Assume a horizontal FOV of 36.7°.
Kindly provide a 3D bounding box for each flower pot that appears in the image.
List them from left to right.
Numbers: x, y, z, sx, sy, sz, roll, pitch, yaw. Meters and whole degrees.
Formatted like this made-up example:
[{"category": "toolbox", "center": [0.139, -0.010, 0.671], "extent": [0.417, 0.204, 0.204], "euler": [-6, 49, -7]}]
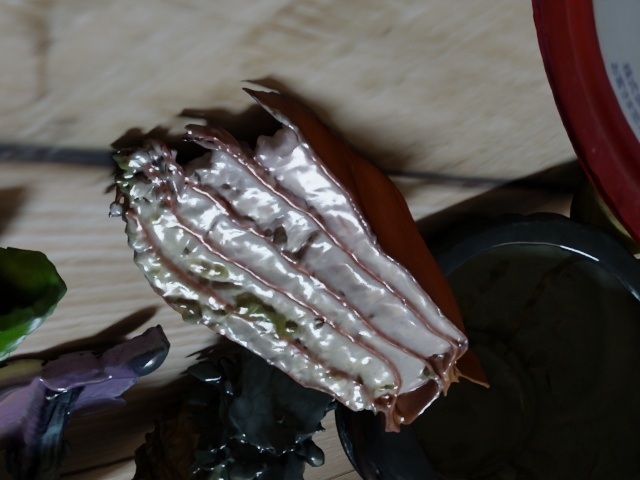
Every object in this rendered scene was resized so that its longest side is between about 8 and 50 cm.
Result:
[{"category": "flower pot", "center": [0.132, 0.132, 0.794], "extent": [0.267, 0.266, 0.267], "euler": [-22, 171, -15]}]

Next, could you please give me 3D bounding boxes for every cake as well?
[{"category": "cake", "center": [-0.006, 0.003, 0.510], "extent": [0.098, 0.135, 0.287], "euler": [-27, 143, 17]}]

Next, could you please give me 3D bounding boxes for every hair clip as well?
[{"category": "hair clip", "center": [-0.184, 0.118, 0.631], "extent": [0.146, 0.056, 0.187], "euler": [-15, 150, -30]}]

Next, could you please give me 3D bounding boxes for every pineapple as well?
[{"category": "pineapple", "center": [-0.058, 0.168, 0.780], "extent": [0.158, 0.157, 0.278], "euler": [-15, 155, -34]}]

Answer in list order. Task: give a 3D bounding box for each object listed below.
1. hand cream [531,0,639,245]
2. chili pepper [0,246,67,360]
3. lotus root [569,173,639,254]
[{"category": "hand cream", "center": [0.181, -0.084, 0.289], "extent": [0.150, 0.230, 0.230], "euler": [-19, 161, -18]}, {"category": "chili pepper", "center": [-0.231, 0.106, 0.473], "extent": [0.085, 0.076, 0.359], "euler": [12, 137, -34]}, {"category": "lotus root", "center": [0.259, -0.047, 0.715], "extent": [0.110, 0.097, 0.258], "euler": [-27, 166, -10]}]
